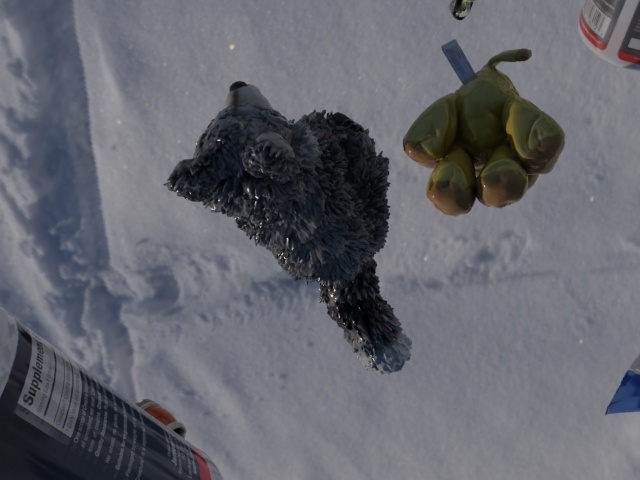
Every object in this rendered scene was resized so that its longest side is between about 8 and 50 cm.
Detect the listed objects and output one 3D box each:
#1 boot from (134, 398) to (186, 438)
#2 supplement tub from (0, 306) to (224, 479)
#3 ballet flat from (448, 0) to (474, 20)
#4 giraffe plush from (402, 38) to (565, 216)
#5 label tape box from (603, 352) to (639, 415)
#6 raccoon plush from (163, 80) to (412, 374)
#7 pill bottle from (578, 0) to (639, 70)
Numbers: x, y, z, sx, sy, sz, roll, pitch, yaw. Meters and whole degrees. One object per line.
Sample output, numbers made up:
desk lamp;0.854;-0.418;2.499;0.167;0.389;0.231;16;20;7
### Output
boot;-0.227;0.263;0.996;0.084;0.158;0.059;16;148;42
supplement tub;-0.205;0.154;0.515;0.191;0.191;0.272;-21;127;36
ballet flat;0.234;-0.387;1.337;0.041;0.041;0.114;28;158;4
giraffe plush;0.206;-0.116;1.026;0.181;0.210;0.170;-13;157;19
label tape box;0.512;0.107;0.934;0.249;0.115;0.348;5;125;-26
raccoon plush;0.000;0.000;1.099;0.216;0.299;0.446;-35;91;21
pill bottle;0.593;-0.490;1.442;0.210;0.210;0.363;20;142;11
